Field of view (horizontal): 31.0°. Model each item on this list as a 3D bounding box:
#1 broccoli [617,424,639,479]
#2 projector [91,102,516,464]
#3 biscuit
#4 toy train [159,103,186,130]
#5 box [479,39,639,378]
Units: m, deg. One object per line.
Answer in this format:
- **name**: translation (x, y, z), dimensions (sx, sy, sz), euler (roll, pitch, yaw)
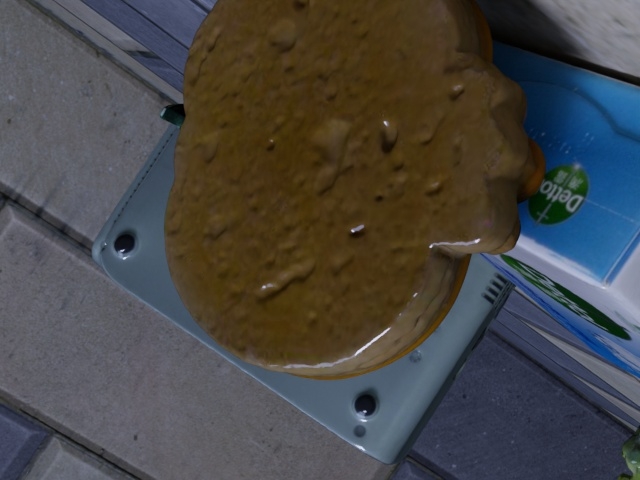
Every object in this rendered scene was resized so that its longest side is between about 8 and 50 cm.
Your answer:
- **broccoli**: translation (0.303, 0.236, 0.760), dimensions (0.263, 0.243, 0.247), euler (30, 175, 22)
- **projector**: translation (0.000, 0.000, 0.781), dimensions (0.250, 0.198, 0.108), euler (33, 178, 15)
- **biscuit**: translation (0.013, -0.030, 0.435), dimensions (0.170, 0.170, 0.050), euler (33, -167, 38)
- **toy train**: translation (0.007, -0.070, 0.612), dimensions (0.159, 0.101, 0.248), euler (21, -177, -14)
- **box**: translation (0.134, 0.007, 0.479), dimensions (0.194, 0.073, 0.139), euler (36, 178, -39)
